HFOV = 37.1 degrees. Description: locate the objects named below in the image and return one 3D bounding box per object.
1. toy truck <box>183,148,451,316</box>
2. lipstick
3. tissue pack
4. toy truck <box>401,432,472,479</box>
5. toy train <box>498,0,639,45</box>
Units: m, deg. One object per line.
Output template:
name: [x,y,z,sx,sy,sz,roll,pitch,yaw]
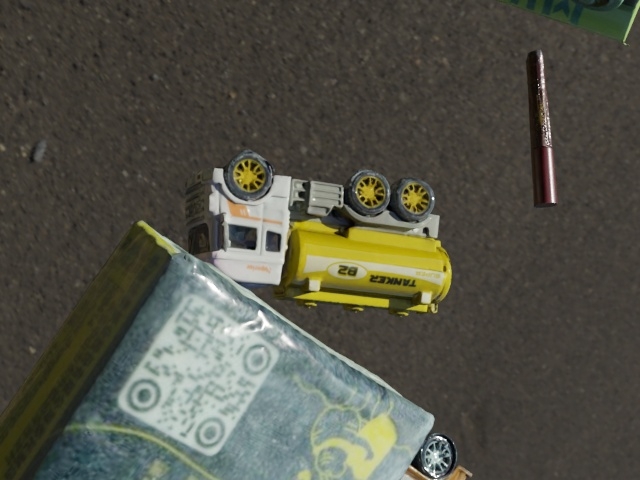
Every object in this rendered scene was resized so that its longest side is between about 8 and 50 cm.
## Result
toy truck: [0.000,0.000,0.793,0.227,0.098,0.114,7,81,-22]
lipstick: [0.242,-0.124,1.057,0.027,0.027,0.176,6,77,-40]
tissue pack: [-0.081,0.147,0.454,0.185,0.081,0.257,38,83,-34]
toy truck: [0.008,0.244,1.086,0.305,0.136,0.162,37,65,-20]
toy train: [0.191,-0.258,0.870,0.157,0.253,0.105,68,46,-72]
